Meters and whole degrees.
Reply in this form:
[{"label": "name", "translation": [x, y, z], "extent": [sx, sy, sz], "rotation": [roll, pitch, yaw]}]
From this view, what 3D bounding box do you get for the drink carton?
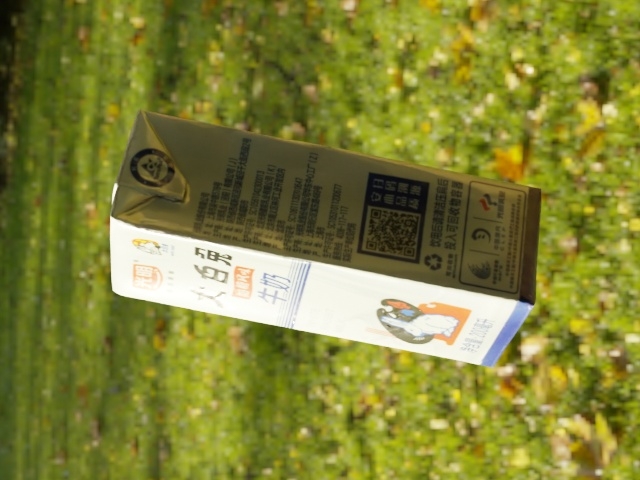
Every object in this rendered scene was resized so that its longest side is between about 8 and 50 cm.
[{"label": "drink carton", "translation": [0.000, 0.000, 0.997], "extent": [0.130, 0.314, 0.107], "rotation": [105, 176, -60]}]
